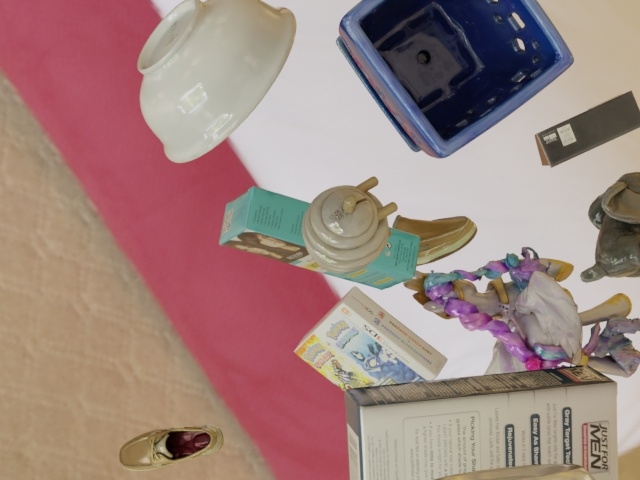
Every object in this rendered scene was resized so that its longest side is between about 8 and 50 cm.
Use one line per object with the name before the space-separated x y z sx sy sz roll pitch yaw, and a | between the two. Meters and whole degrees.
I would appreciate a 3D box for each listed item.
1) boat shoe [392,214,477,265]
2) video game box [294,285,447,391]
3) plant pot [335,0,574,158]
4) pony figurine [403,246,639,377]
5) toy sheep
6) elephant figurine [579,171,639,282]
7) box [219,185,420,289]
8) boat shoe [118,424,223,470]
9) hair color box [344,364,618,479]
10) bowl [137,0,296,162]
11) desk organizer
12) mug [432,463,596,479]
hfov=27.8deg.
boat shoe | 0.125 -0.004 1.822 0.072 0.190 0.068 61 27 -18
video game box | 0.076 0.182 2.051 0.187 0.205 0.048 40 54 -1
plant pot | 0.166 -0.261 1.781 0.236 0.212 0.236 -37 96 -7
pony figurine | 0.344 0.149 2.070 0.363 0.303 0.351 2 34 -33
toy sheep | 0.025 -0.014 1.227 0.091 0.132 0.091 0 62 0
elephant figurine | 0.594 -0.055 2.496 0.186 0.169 0.239 1 72 -41
box | 0.000 0.000 1.694 0.244 0.100 0.060 16 72 -21
boat shoe | -0.190 0.254 1.608 0.045 0.135 0.050 53 22 -77
hair color box | 0.213 0.273 1.712 0.347 0.105 0.174 -4 99 -10
bowl | -0.184 -0.275 1.978 0.134 0.298 0.298 38 47 -27
desk organizer | 0.330 -0.138 1.610 0.130 0.050 0.047 -24 95 -2
mug | 0.205 0.416 1.413 0.276 0.374 0.328 -5 84 -13
